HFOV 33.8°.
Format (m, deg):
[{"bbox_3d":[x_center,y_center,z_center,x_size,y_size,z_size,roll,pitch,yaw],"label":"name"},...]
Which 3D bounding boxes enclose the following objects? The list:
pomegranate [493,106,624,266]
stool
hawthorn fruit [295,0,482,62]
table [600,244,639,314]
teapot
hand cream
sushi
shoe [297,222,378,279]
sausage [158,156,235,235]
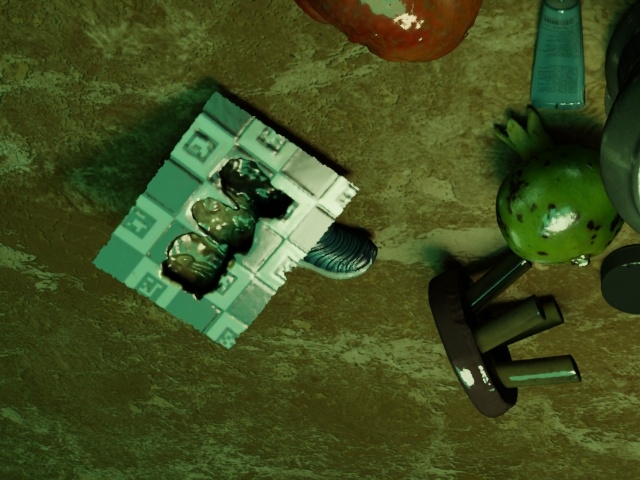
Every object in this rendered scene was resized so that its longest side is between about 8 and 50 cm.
[{"bbox_3d":[0.365,-0.081,1.638,0.211,0.211,0.263,-28,77,35],"label":"pomegranate"},{"bbox_3d":[0.319,0.157,1.831,0.179,0.272,0.272,-25,124,17],"label":"stool"},{"bbox_3d":[0.101,-0.391,1.355,0.276,0.276,0.307,19,122,-3],"label":"hawthorn fruit"},{"bbox_3d":[0.552,0.069,1.817,0.134,0.043,0.133,8,136,8],"label":"table"},{"bbox_3d":[0.532,-0.190,1.348,0.376,0.361,0.305,-33,114,25],"label":"teapot"},{"bbox_3d":[0.352,-0.278,1.540,0.083,0.048,0.224,4,141,13],"label":"hand cream"},{"bbox_3d":[-0.166,-0.040,1.824,0.296,0.100,0.373,34,104,-16],"label":"sushi"},{"bbox_3d":[0.000,0.000,1.870,0.207,0.091,0.106,14,141,7],"label":"shoe"},{"bbox_3d":[-0.197,-0.051,1.893,0.074,0.074,0.274,-26,121,34],"label":"sausage"}]
